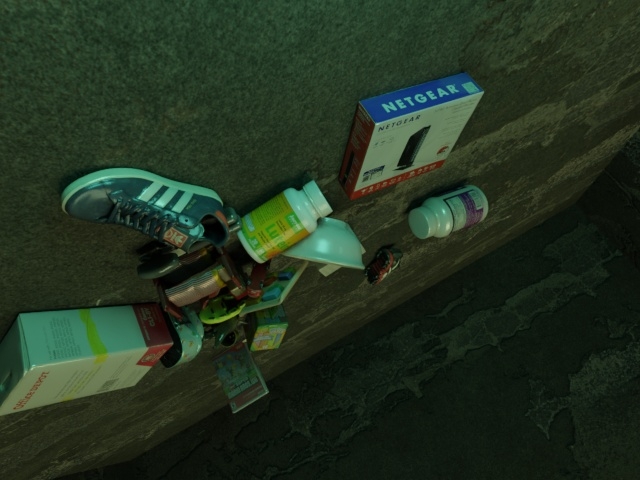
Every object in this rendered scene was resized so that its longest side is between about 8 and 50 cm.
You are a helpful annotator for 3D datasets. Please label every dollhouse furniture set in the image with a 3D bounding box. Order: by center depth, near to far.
[{"bbox_3d":[-0.326,0.147,1.257,0.201,0.152,0.374,-27,157,-6],"label":"dollhouse furniture set"}]

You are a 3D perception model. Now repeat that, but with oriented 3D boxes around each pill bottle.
[{"bbox_3d":[-0.096,-0.056,1.136,0.246,0.136,0.136,-32,157,4],"label":"pill bottle"},{"bbox_3d":[0.512,-0.110,1.696,0.302,0.169,0.169,-19,154,-22],"label":"pill bottle"}]

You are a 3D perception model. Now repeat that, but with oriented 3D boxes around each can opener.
[{"bbox_3d":[-0.327,0.011,1.059,0.280,0.093,0.074,-29,152,-2],"label":"can opener"}]

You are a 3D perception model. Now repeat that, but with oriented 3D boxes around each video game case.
[{"bbox_3d":[-0.393,0.654,2.032,0.204,0.285,0.025,-34,156,8],"label":"video game case"}]

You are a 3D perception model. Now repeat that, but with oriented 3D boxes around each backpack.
[{"bbox_3d":[-0.473,0.315,1.379,0.166,0.188,0.144,-43,153,26],"label":"backpack"}]

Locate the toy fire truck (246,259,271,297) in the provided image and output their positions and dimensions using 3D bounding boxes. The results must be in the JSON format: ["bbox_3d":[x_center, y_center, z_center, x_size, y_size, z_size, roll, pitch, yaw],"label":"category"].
[{"bbox_3d":[-0.188,0.100,1.290,0.047,0.192,0.135,14,146,-4],"label":"toy fire truck"}]

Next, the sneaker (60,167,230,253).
[{"bbox_3d":[-0.332,-0.045,0.868,0.350,0.148,0.131,0,142,-49],"label":"sneaker"}]

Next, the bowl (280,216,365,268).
[{"bbox_3d":[0.000,0.000,1.292,0.298,0.134,0.298,10,177,1],"label":"bowl"}]

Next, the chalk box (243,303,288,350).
[{"bbox_3d":[-0.217,0.323,1.672,0.132,0.132,0.213,1,132,-25],"label":"chalk box"}]

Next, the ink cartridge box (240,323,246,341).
[{"bbox_3d":[-0.277,0.375,1.882,0.115,0.067,0.198,-3,143,-46],"label":"ink cartridge box"}]

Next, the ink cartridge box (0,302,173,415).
[{"bbox_3d":[-0.677,0.326,1.199,0.279,0.160,0.385,-43,154,27],"label":"ink cartridge box"}]

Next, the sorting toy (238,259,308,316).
[{"bbox_3d":[-0.148,0.143,1.295,0.208,0.038,0.193,-25,-160,37],"label":"sorting toy"}]

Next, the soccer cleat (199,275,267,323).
[{"bbox_3d":[-0.291,0.225,1.493,0.289,0.093,0.121,-28,155,-29],"label":"soccer cleat"}]

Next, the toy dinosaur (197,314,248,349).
[{"bbox_3d":[-0.361,0.300,1.517,0.160,0.121,0.313,-24,-179,-8],"label":"toy dinosaur"}]

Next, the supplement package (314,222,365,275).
[{"bbox_3d":[0.059,0.035,1.541,0.179,0.105,0.105,-31,156,5],"label":"supplement package"}]

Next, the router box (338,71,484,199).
[{"bbox_3d":[0.231,-0.276,1.142,0.336,0.082,0.301,-22,155,-19],"label":"router box"}]

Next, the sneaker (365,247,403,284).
[{"bbox_3d":[0.311,0.125,2.025,0.135,0.097,0.276,-15,151,-27],"label":"sneaker"}]

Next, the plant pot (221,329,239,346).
[{"bbox_3d":[-0.395,0.422,1.840,0.083,0.083,0.079,-32,168,5],"label":"plant pot"}]
